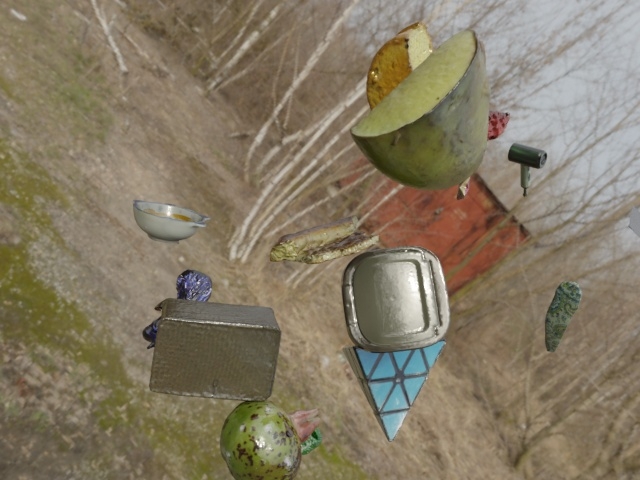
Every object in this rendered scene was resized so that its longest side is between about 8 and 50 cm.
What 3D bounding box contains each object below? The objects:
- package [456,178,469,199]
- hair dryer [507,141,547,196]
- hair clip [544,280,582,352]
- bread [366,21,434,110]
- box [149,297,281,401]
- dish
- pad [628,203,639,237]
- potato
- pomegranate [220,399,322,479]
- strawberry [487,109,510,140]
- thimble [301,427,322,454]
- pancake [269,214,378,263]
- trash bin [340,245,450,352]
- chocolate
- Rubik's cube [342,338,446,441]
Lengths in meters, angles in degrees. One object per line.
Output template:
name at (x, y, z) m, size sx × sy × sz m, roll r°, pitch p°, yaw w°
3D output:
package at (0.453, -0.170, 1.915) m, size 0.029 × 0.083 × 0.059 m, roll 18°, pitch -3°, yaw -8°
hair dryer at (0.611, -0.197, 1.784) m, size 0.100 × 0.057 × 0.198 m, roll 27°, pitch -27°, yaw 35°
hair clip at (0.600, 0.200, 1.521) m, size 0.066 × 0.229 × 0.036 m, roll 29°, pitch 41°, yaw 33°
bread at (0.227, -0.408, 1.676) m, size 0.194 × 0.179 × 0.340 m, roll -40°, pitch 120°, yaw -53°
box at (-0.240, 0.249, 1.386) m, size 0.273 × 0.184 × 0.143 m, roll 7°, pitch 11°, yaw -13°
dish at (-0.434, -0.043, 1.745) m, size 0.228 × 0.086 × 0.236 m, roll 4°, pitch 16°, yaw -45°
pad at (0.923, 0.019, 1.627) m, size 0.248 × 0.007 × 0.367 m, roll 50°, pitch 29°, yaw 10°
potato at (0.225, -0.182, 1.068) m, size 0.255 × 0.269 × 0.112 m, roll 47°, pitch 2°, yaw -45°
pomegranate at (-0.105, 0.454, 1.389) m, size 0.214 × 0.248 × 0.214 m, roll 45°, pitch -33°, yaw 40°
strawberry at (0.279, -0.224, 1.256) m, size 0.236 × 0.111 × 0.190 m, roll 0°, pitch 14°, yaw -19°
thimble at (-0.056, 0.732, 2.255) m, size 0.118 × 0.090 × 0.130 m, roll 55°, pitch 7°, yaw -8°
pancake at (0.000, 0.000, 1.206) m, size 0.257 × 0.212 × 0.056 m, roll -134°, pitch -147°, yaw -82°
trash bin at (0.154, 0.145, 1.382) m, size 0.250 × 0.219 × 0.220 m, roll 102°, pitch -17°, yaw -78°
chocolate at (-0.456, 0.233, 1.884) m, size 0.148 × 0.126 × 0.343 m, roll 11°, pitch 34°, yaw 10°
Rubik's cube at (0.171, 0.343, 1.621) m, size 0.228 × 0.233 × 0.228 m, roll 31°, pitch 35°, yaw 4°
